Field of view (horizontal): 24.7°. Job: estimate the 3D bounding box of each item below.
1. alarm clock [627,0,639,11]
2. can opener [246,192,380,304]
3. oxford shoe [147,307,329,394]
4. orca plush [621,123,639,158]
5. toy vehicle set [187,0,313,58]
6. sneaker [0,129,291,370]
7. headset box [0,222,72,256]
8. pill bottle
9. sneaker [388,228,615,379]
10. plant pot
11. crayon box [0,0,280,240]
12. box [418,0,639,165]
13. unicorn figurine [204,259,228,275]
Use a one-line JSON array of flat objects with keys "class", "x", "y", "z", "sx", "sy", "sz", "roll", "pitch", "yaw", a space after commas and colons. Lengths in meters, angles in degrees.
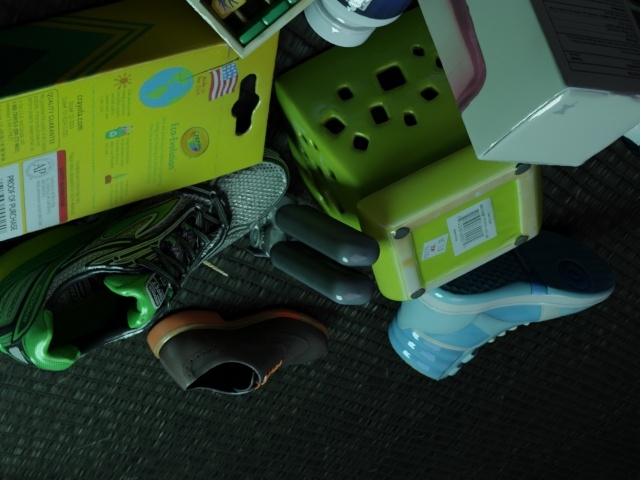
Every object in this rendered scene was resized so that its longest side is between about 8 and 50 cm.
[{"class": "alarm clock", "x": 0.341, "y": -0.311, "z": 1.449, "sx": 0.064, "sy": 0.129, "sz": 0.192, "roll": -16, "pitch": 127, "yaw": -25}, {"class": "can opener", "x": 0.000, "y": 0.000, "z": 1.499, "sx": 0.095, "sy": 0.283, "sz": 0.076, "roll": 3, "pitch": 102, "yaw": -26}, {"class": "oxford shoe", "x": -0.087, "y": 0.148, "z": 1.806, "sx": 0.271, "sy": 0.098, "sz": 0.097, "roll": 0, "pitch": 139, "yaw": -42}, {"class": "orca plush", "x": 0.334, "y": -0.155, "z": 1.708, "sx": 0.102, "sy": 0.151, "sz": 0.287, "roll": -9, "pitch": 167, "yaw": 33}, {"class": "toy vehicle set", "x": -0.017, "y": -0.289, "z": 1.166, "sx": 0.267, "sy": 0.035, "sz": 0.166, "roll": -38, "pitch": 118, "yaw": 15}, {"class": "sneaker", "x": -0.162, "y": 0.019, "z": 1.431, "sx": 0.343, "sy": 0.146, "sz": 0.134, "roll": -37, "pitch": 128, "yaw": -16}, {"class": "headset box", "x": -0.288, "y": 0.003, "z": 1.471, "sx": 0.083, "sy": 0.032, "sz": 0.062, "roll": -19, "pitch": 149, "yaw": -20}, {"class": "pill bottle", "x": 0.051, "y": -0.250, "z": 1.302, "sx": 0.094, "sy": 0.094, "sz": 0.169, "roll": -8, "pitch": 154, "yaw": -33}, {"class": "sneaker", "x": 0.230, "y": 0.094, "z": 1.983, "sx": 0.319, "sy": 0.127, "sz": 0.208, "roll": 0, "pitch": 138, "yaw": -27}, {"class": "plant pot", "x": 0.107, "y": -0.083, "z": 1.509, "sx": 0.227, "sy": 0.207, "sz": 0.228, "roll": -26, "pitch": 150, "yaw": -5}, {"class": "crayon box", "x": -0.201, "y": -0.112, "z": 1.317, "sx": 0.319, "sy": 0.081, "sz": 0.202, "roll": -17, "pitch": 148, "yaw": -20}, {"class": "box", "x": 0.195, "y": -0.199, "z": 1.355, "sx": 0.149, "sy": 0.232, "sz": 0.127, "roll": 2, "pitch": 152, "yaw": -40}, {"class": "unicorn figurine", "x": -0.194, "y": 0.009, "z": 1.550, "sx": 0.162, "sy": 0.060, "sz": 0.111, "roll": -15, "pitch": 152, "yaw": 7}]
